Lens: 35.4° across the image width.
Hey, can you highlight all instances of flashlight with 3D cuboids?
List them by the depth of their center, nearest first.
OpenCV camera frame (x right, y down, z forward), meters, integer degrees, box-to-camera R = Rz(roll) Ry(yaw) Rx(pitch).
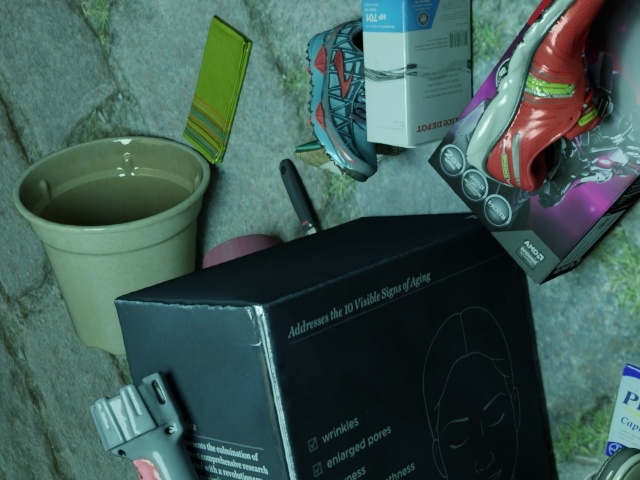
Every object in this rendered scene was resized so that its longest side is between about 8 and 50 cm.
[{"bbox_3d":[-0.174,0.313,1.146,0.103,0.103,0.304,-36,78,50],"label":"flashlight"}]

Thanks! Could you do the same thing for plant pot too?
[{"bbox_3d":[-0.111,0.097,1.651,0.201,0.201,0.180,-40,60,44],"label":"plant pot"},{"bbox_3d":[-0.350,0.021,1.792,0.334,0.334,0.305,26,132,37],"label":"plant pot"}]

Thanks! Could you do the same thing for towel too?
[{"bbox_3d":[-0.180,-0.254,1.712,0.102,0.021,0.237,38,127,29],"label":"towel"}]

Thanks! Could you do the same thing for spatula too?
[{"bbox_3d":[0.000,0.000,1.611,0.084,0.030,0.296,-35,78,45],"label":"spatula"}]

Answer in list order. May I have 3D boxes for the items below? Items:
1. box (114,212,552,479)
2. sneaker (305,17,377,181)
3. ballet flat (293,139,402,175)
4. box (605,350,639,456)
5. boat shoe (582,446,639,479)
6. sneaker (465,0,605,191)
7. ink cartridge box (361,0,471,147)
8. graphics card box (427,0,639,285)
[{"bbox_3d":[0.043,0.240,1.324,0.297,0.480,0.471,0,103,45],"label":"box"},{"bbox_3d":[0.052,-0.208,1.393,0.125,0.104,0.261,-26,58,30],"label":"sneaker"},{"bbox_3d":[0.041,-0.132,1.501,0.206,0.073,0.067,-11,103,48],"label":"ballet flat"},{"bbox_3d":[0.430,0.220,1.229,0.126,0.072,0.137,22,117,38],"label":"box"},{"bbox_3d":[0.355,0.365,1.274,0.095,0.112,0.335,40,151,43],"label":"boat shoe"},{"bbox_3d":[0.270,-0.176,1.126,0.118,0.107,0.279,32,128,12],"label":"sneaker"},{"bbox_3d":[0.130,-0.230,1.327,0.082,0.140,0.190,14,113,43],"label":"ink cartridge box"},{"bbox_3d":[0.312,-0.150,1.209,0.232,0.094,0.371,51,133,20],"label":"graphics card box"}]
